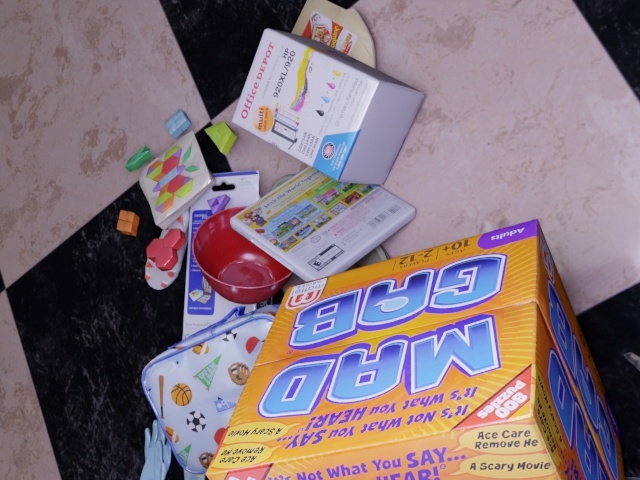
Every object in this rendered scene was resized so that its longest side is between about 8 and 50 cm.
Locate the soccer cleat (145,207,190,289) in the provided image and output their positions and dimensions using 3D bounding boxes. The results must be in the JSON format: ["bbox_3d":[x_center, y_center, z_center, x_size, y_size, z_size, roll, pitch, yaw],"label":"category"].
[{"bbox_3d":[-0.285,0.008,1.650,0.068,0.076,0.196,24,117,4],"label":"soccer cleat"}]

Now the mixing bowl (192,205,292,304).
[{"bbox_3d":[-0.122,0.041,1.432,0.181,0.181,0.098,43,146,29],"label":"mixing bowl"}]

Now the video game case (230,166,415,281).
[{"bbox_3d":[0.004,-0.036,1.396,0.206,0.227,0.026,34,146,31],"label":"video game case"}]

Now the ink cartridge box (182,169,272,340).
[{"bbox_3d":[-0.166,0.043,1.563,0.166,0.065,0.332,-1,85,32],"label":"ink cartridge box"}]

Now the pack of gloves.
[{"bbox_3d":[-0.266,0.451,1.599,0.195,0.046,0.232,-2,80,44],"label":"pack of gloves"}]

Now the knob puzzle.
[{"bbox_3d":[0.024,-0.316,1.506,0.213,0.030,0.213,2,94,31],"label":"knob puzzle"}]

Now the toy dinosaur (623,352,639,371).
[{"bbox_3d":[0.476,0.248,1.098,0.118,0.064,0.268,-15,52,19],"label":"toy dinosaur"}]

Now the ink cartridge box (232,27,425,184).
[{"bbox_3d":[0.010,-0.218,1.403,0.233,0.168,0.171,31,108,27],"label":"ink cartridge box"}]

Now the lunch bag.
[{"bbox_3d":[-0.136,0.242,1.437,0.304,0.115,0.243,-25,88,18],"label":"lunch bag"}]

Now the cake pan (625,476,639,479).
[{"bbox_3d":[0.403,0.431,1.067,0.293,0.054,0.293,-6,56,9],"label":"cake pan"}]

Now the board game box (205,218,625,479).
[{"bbox_3d":[0.146,0.250,1.038,0.356,0.356,0.356,-17,116,24],"label":"board game box"}]

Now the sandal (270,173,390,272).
[{"bbox_3d":[-0.002,0.000,1.449,0.303,0.086,0.120,44,107,29],"label":"sandal"}]

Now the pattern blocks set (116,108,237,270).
[{"bbox_3d":[-0.271,-0.112,1.592,0.285,0.026,0.325,-48,43,0],"label":"pattern blocks set"}]
